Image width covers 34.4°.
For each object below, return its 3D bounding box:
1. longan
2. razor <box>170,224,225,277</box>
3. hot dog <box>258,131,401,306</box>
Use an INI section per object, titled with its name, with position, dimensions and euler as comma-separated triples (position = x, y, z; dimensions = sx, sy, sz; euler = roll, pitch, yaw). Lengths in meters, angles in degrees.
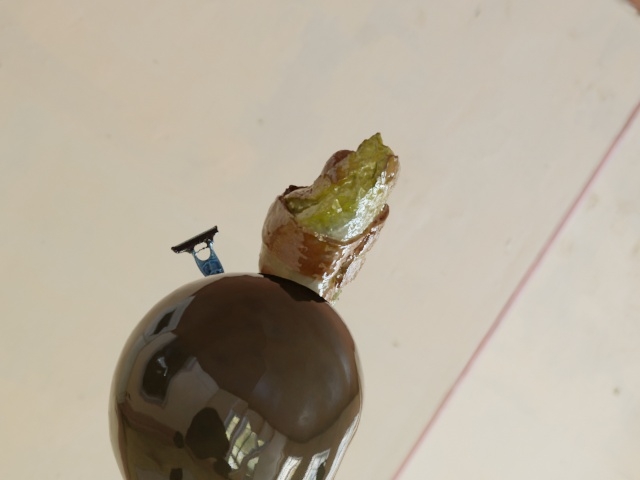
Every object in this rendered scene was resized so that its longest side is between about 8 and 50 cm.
[longan]
position = -0.065, 0.128, 0.794
dimensions = 0.197, 0.220, 0.196
euler = 20, 157, 9
[razor]
position = -0.124, 0.089, 1.551
dimensions = 0.253, 0.082, 0.042
euler = 51, 156, 24
[hot dog]
position = -0.005, -0.003, 0.951
dimensions = 0.093, 0.261, 0.123
euler = 38, -148, 17
